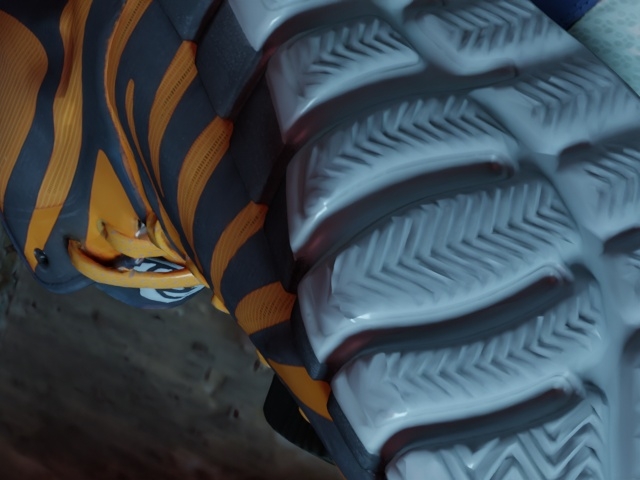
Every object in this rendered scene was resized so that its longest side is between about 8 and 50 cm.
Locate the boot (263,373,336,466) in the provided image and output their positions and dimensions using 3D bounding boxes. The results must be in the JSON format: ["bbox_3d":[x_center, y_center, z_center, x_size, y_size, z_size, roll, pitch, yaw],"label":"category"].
[{"bbox_3d":[0.085,0.061,0.641,0.137,0.077,0.198,28,161,-32],"label":"boot"}]

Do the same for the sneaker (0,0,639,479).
[{"bbox_3d":[0.000,0.000,0.566,0.321,0.124,0.180,66,147,23],"label":"sneaker"}]

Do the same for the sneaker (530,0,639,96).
[{"bbox_3d":[0.179,-0.015,0.515,0.296,0.131,0.112,15,126,16],"label":"sneaker"}]
